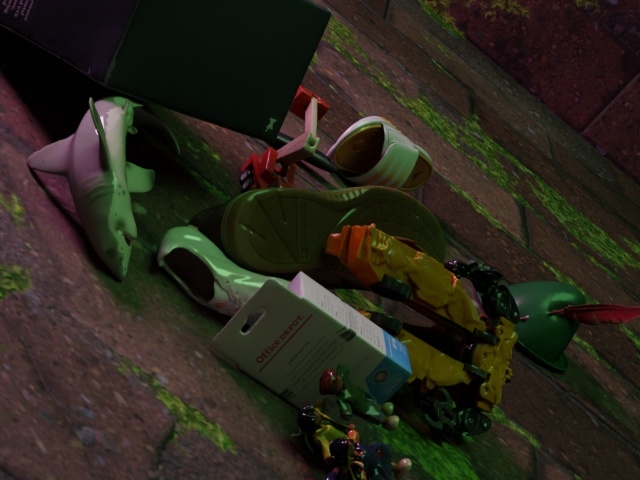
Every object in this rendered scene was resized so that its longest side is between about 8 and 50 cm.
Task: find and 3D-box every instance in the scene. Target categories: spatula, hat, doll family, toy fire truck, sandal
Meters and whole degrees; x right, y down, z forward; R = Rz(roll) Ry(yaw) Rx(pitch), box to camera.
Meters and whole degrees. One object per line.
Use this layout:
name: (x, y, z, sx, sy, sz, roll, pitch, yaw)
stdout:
spatula: (-0.094, -0.173, 2.039, 0.296, 0.030, 0.084, 34, 18, -21)
hat: (0.363, 0.073, 2.164, 0.208, 0.183, 0.173, 33, 20, -24)
doll family: (0.023, 0.202, 1.390, 0.111, 0.076, 0.193, 35, 23, -34)
toy fire truck: (-0.040, -0.102, 1.829, 0.047, 0.135, 0.192, 33, 21, -25)
sandal: (0.111, -0.110, 2.196, 0.076, 0.102, 0.265, 50, 18, 30)

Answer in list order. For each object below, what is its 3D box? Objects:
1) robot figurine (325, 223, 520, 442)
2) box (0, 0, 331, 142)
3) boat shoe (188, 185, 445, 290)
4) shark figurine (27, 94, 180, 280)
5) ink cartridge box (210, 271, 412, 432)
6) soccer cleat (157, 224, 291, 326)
robot figurine: (0.114, 0.101, 1.656, 0.085, 0.211, 0.291, 2, -22, 47)
box: (-0.200, -0.268, 1.681, 0.294, 0.182, 0.296, 31, 10, 35)
boat shoe: (0.000, 0.000, 1.694, 0.342, 0.123, 0.123, 3, 86, -43)
shark figurine: (-0.235, -0.095, 1.505, 0.278, 0.116, 0.166, -86, 160, -57)
ink cartridge box: (-0.010, 0.106, 1.482, 0.180, 0.104, 0.060, 37, 20, -17)
soccer cleat: (-0.084, 0.056, 1.518, 0.196, 0.068, 0.076, 32, 25, -5)
